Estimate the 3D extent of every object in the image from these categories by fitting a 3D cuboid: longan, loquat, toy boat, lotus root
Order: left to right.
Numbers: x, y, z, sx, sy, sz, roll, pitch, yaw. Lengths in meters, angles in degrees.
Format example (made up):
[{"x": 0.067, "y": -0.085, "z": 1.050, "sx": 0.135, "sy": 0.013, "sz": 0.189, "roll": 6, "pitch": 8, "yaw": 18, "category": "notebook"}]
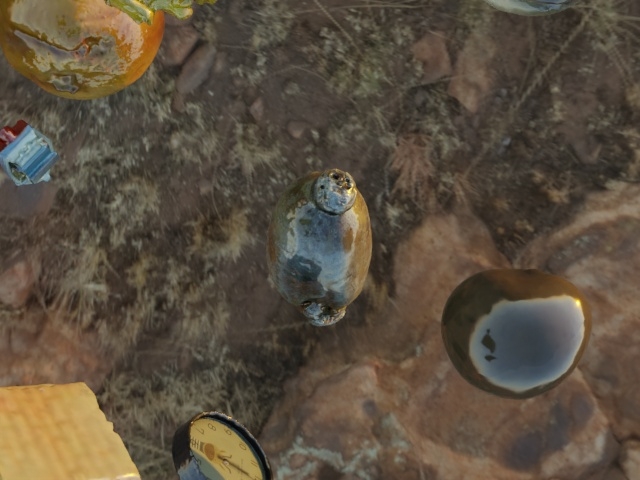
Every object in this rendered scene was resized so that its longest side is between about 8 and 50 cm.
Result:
[{"x": -0.365, "y": -0.102, "z": 1.063, "sx": 0.059, "sy": 0.173, "sz": 0.069, "roll": 41, "pitch": 77, "yaw": -4, "category": "toy boat"}, {"x": -0.406, "y": -0.380, "z": 1.415, "sx": 0.276, "sy": 0.283, "sz": 0.276, "roll": -10, "pitch": 155, "yaw": -5, "category": "loquat"}, {"x": 0.000, "y": -0.002, "z": 1.359, "sx": 0.175, "sy": 0.175, "sz": 0.349, "roll": -10, "pitch": 143, "yaw": -12, "category": "lotus root"}, {"x": 0.290, "y": 0.138, "z": 1.250, "sx": 0.220, "sy": 0.196, "sz": 0.196, "roll": -6, "pitch": 110, "yaw": 1, "category": "longan"}]

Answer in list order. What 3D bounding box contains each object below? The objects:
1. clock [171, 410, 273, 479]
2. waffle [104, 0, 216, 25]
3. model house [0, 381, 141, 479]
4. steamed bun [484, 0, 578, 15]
[{"x": -0.151, "y": 0.352, "z": 1.334, "sx": 0.184, "sy": 0.184, "sz": 0.040, "roll": 37, "pitch": 113, "yaw": -22, "category": "clock"}, {"x": -0.191, "y": -0.324, "z": 0.911, "sx": 0.211, "sy": 0.055, "sz": 0.160, "roll": 33, "pitch": 74, "yaw": 5, "category": "waffle"}, {"x": -0.291, "y": 0.270, "z": 0.635, "sx": 0.280, "sy": 0.312, "sz": 0.245, "roll": 2, "pitch": 122, "yaw": -43, "category": "model house"}, {"x": 0.296, "y": -0.411, "z": 1.067, "sx": 0.268, "sy": 0.207, "sz": 0.280, "roll": -18, "pitch": 154, "yaw": -3, "category": "steamed bun"}]
